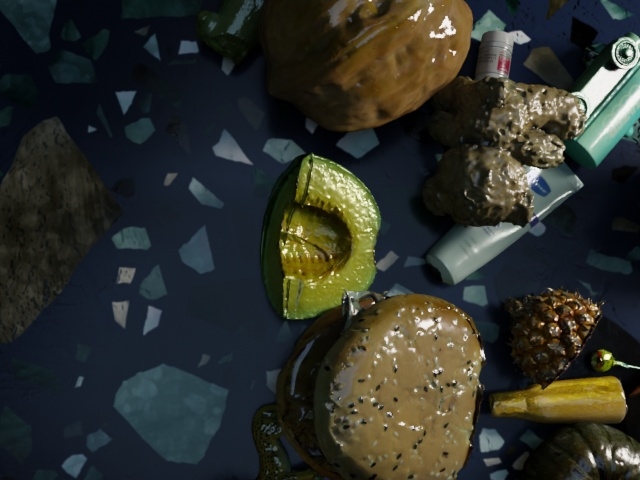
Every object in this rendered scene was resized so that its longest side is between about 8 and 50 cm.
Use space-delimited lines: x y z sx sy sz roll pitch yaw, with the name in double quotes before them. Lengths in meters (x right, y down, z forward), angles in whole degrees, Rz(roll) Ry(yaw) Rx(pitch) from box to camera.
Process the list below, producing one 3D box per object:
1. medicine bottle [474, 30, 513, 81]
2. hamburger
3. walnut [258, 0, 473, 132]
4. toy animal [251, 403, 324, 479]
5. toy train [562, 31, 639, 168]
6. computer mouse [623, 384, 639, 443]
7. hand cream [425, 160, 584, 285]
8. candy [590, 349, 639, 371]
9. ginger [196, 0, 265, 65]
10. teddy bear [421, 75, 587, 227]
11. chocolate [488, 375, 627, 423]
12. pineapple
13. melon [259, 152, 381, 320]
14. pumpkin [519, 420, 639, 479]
"medicine bottle" 0.305 -0.316 1.448 0.058 0.058 0.091 10 82 -2
"hamburger" 0.084 0.231 1.257 0.277 0.195 0.318 13 85 -31
"walnut" 0.060 -0.332 1.325 0.344 0.306 0.306 -36 86 0
"toy animal" -0.074 0.334 1.331 0.136 0.073 0.181 -11 86 2
"toy train" 0.495 -0.241 1.440 0.159 0.101 0.248 45 82 -13
"computer mouse" 0.651 0.263 1.364 0.323 0.116 0.183 -37 81 -7
"hand cream" 0.311 -0.040 1.423 0.321 0.067 0.109 -39 85 -15
"candy" 0.519 0.214 1.406 0.123 0.035 0.035 14 125 -11
"ginger" -0.092 -0.425 1.425 0.290 0.089 0.137 -35 78 -6
"teddy bear" 0.279 -0.144 1.353 0.267 0.156 0.256 12 93 26
"chocolate" 0.388 0.266 1.363 0.219 0.085 0.085 -1 82 -4
"pineapple" 0.360 0.137 1.343 0.137 0.161 0.176 37 66 13
"melon" 0.000 0.000 1.361 0.169 0.129 0.265 8 89 -27
"pumpkin" 0.428 0.399 1.306 0.224 0.157 0.223 0 86 -8
